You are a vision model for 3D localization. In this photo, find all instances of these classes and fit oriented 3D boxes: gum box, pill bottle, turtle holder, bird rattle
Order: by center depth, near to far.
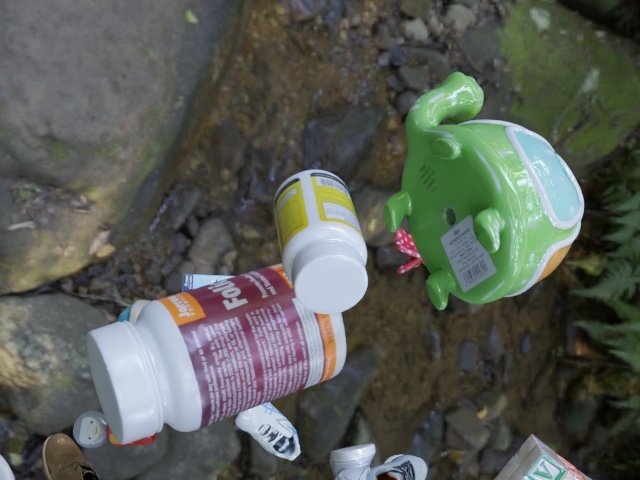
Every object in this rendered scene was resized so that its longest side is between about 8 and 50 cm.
[{"bbox_3d":[0.000,0.000,1.163,0.209,0.119,0.119,-102,170,-54],"label":"pill bottle"},{"bbox_3d":[0.233,-0.068,1.202,0.227,0.320,0.244,-14,134,-27],"label":"turtle holder"},{"bbox_3d":[-0.174,0.185,1.387,0.392,0.224,0.224,-16,110,-26],"label":"pill bottle"},{"bbox_3d":[0.274,0.030,1.641,0.253,0.207,0.143,15,90,-19],"label":"bird rattle"},{"bbox_3d":[-0.271,0.170,2.153,0.041,0.184,0.157,114,-23,-69],"label":"gum box"}]

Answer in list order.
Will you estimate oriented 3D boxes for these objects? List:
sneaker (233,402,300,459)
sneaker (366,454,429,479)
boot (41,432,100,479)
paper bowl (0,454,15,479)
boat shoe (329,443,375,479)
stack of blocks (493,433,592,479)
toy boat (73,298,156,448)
[{"bbox_3d":[-0.108,0.408,1.775,0.085,0.086,0.237,-47,142,-6],"label":"sneaker"},{"bbox_3d":[0.169,0.548,1.874,0.271,0.108,0.100,0,74,-48],"label":"sneaker"},{"bbox_3d":[-0.555,0.540,1.897,0.112,0.305,0.115,6,120,-40],"label":"boot"},{"bbox_3d":[-0.718,0.506,1.519,0.284,0.284,0.148,-22,143,-50],"label":"paper bowl"},{"bbox_3d":[0.044,0.333,1.190,0.066,0.184,0.063,-7,71,-13],"label":"boat shoe"},{"bbox_3d":[0.258,0.434,1.205,0.297,0.171,0.087,-53,-179,7],"label":"stack of blocks"},{"bbox_3d":[-0.369,0.269,1.603,0.318,0.148,0.268,-84,173,-53],"label":"toy boat"}]
